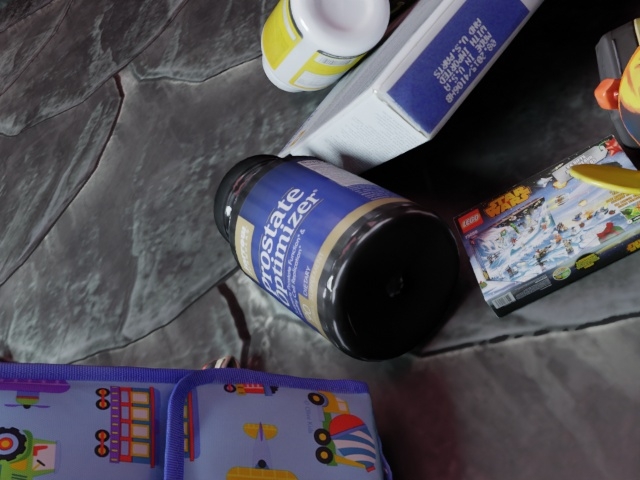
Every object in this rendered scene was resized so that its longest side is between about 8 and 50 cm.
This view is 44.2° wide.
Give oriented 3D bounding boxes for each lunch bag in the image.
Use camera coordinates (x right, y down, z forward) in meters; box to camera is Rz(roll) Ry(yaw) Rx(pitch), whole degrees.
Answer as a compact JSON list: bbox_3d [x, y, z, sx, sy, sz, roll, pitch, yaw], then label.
[{"bbox_3d":[-0.073,0.193,0.454,0.293,0.138,0.221,0,46,-13],"label":"lunch bag"}]

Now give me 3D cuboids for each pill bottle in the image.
[{"bbox_3d":[-0.005,-0.221,0.845,0.103,0.103,0.184,-54,11,-16],"label":"pill bottle"},{"bbox_3d":[0.000,0.000,0.646,0.123,0.123,0.219,-48,38,-9],"label":"pill bottle"}]

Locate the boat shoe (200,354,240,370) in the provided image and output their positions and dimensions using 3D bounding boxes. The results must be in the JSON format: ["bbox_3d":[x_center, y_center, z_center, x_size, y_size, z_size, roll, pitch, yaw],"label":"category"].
[{"bbox_3d":[-0.077,0.146,0.632,0.043,0.049,0.137,-33,33,7],"label":"boat shoe"}]

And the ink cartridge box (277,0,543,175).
[{"bbox_3d":[0.112,-0.197,0.748,0.324,0.071,0.330,-51,9,-13],"label":"ink cartridge box"}]

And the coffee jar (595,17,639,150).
[{"bbox_3d":[0.294,-0.133,0.558,0.184,0.079,0.096,-17,51,27],"label":"coffee jar"}]

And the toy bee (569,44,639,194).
[{"bbox_3d":[0.242,-0.065,0.465,0.162,0.195,0.298,-10,60,69],"label":"toy bee"}]

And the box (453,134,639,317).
[{"bbox_3d":[0.174,-0.012,0.584,0.137,0.027,0.094,-28,40,16],"label":"box"}]

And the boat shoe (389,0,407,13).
[{"bbox_3d":[0.072,-0.285,0.877,0.227,0.068,0.081,156,125,-69],"label":"boat shoe"}]
